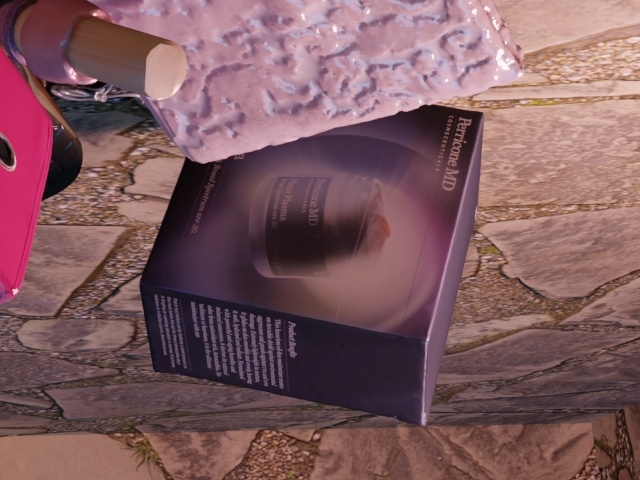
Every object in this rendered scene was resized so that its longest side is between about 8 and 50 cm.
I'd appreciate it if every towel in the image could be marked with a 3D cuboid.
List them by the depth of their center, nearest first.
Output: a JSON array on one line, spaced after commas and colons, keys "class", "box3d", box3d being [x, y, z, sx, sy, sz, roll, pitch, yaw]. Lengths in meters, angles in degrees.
[{"class": "towel", "box3d": [-0.038, -0.200, 1.451, 0.332, 0.053, 0.317, -12, 139, 25]}]

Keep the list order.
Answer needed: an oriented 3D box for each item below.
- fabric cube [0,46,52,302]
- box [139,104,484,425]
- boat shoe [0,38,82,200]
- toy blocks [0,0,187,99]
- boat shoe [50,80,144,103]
[{"class": "fabric cube", "box3d": [-0.404, -0.083, 1.428, 0.259, 0.254, 0.258, -20, 127, 15]}, {"class": "box", "box3d": [0.000, 0.000, 1.796, 0.294, 0.296, 0.182, 11, 146, 8]}, {"class": "boat shoe", "box3d": [-0.317, -0.139, 1.704, 0.123, 0.120, 0.324, -20, 157, -6]}, {"class": "toy blocks", "box3d": [-0.198, -0.295, 1.184, 0.260, 0.309, 0.288, 21, 170, 40]}, {"class": "boat shoe", "box3d": [-0.218, -0.178, 1.678, 0.095, 0.079, 0.254, -8, 163, -1]}]
